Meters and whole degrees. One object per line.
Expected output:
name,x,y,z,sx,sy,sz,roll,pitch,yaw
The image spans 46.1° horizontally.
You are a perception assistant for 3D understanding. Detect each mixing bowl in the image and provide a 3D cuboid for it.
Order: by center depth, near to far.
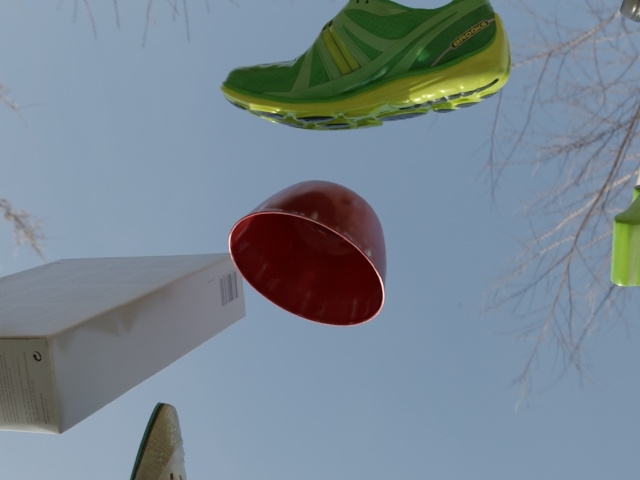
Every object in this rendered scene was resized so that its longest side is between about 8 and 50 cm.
mixing bowl,0.000,0.000,0.824,0.181,0.181,0.098,11,-129,20

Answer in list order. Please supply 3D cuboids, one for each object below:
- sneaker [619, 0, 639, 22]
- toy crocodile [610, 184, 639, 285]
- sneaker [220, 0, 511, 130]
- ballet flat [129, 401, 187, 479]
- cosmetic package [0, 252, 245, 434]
sneaker,0.258,-0.178,0.423,0.089,0.051,0.170,39,-85,14
toy crocodile,0.375,-0.053,0.696,0.340,0.115,0.105,-28,-148,-26
sneaker,0.040,-0.179,0.749,0.295,0.109,0.124,-5,-95,23
ballet flat,-0.142,0.221,0.652,0.052,0.057,0.168,20,-83,2
cosmetic package,-0.292,0.095,0.848,0.284,0.377,0.098,0,-80,20
